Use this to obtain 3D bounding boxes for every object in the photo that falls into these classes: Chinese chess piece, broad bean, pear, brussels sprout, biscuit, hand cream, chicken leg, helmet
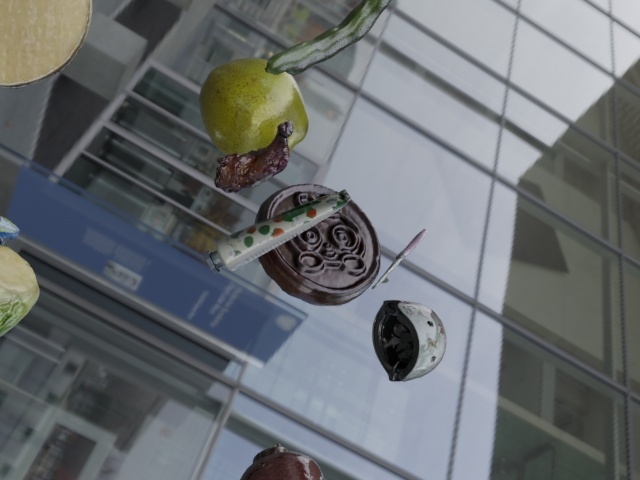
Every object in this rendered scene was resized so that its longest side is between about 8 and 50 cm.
[{"bbox_3d":[-0.436,-0.330,1.035,0.103,0.249,0.250,41,-77,46],"label":"Chinese chess piece"},{"bbox_3d":[0.032,-0.377,1.307,0.292,0.049,0.144,-45,153,14],"label":"broad bean"},{"bbox_3d":[-0.172,-0.333,1.964,0.294,0.294,0.294,-58,-171,15],"label":"pear"},{"bbox_3d":[-0.741,0.126,1.593,0.294,0.227,0.259,-31,-151,14],"label":"brussels sprout"},{"bbox_3d":[0.000,0.000,2.248,0.091,0.407,0.408,-54,-169,49],"label":"biscuit"},{"bbox_3d":[-0.073,-0.020,1.338,0.276,0.059,0.095,-27,-164,1],"label":"hand cream"},{"bbox_3d":[-0.097,-0.125,1.198,0.205,0.093,0.053,-30,-127,32],"label":"chicken leg"},{"bbox_3d":[0.175,0.184,1.434,0.177,0.107,0.153,173,-89,-74],"label":"helmet"}]

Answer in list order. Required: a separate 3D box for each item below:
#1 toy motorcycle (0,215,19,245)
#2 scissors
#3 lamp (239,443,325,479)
[{"bbox_3d":[-0.797,-0.056,1.674,0.135,0.254,0.092,-33,-140,34],"label":"toy motorcycle"},{"bbox_3d":[0.167,0.047,1.640,0.212,0.021,0.110,-46,177,-43],"label":"scissors"},{"bbox_3d":[-0.061,0.498,1.399,0.180,0.180,0.258,-56,-141,26],"label":"lamp"}]
